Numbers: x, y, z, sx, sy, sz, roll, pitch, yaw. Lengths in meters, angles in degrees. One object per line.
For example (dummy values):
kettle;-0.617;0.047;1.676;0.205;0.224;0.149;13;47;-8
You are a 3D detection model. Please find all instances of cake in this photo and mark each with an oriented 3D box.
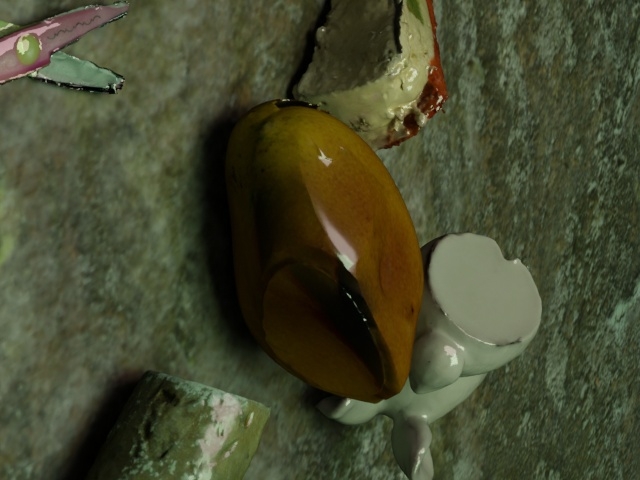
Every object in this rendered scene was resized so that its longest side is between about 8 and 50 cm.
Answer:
cake;0.067;-0.181;1.057;0.086;0.117;0.220;47;60;-44

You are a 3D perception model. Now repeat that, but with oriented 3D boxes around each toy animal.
toy animal;0.097;0.097;1.123;0.193;0.127;0.178;-53;-175;36

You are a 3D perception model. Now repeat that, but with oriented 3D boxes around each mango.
mango;0.000;0.000;0.994;0.166;0.136;0.236;-65;142;-47

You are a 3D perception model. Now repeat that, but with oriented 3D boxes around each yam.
yam;-0.112;0.176;0.890;0.194;0.107;0.107;-64;144;-24

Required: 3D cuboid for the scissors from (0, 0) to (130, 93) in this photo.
scissors;-0.183;-0.113;0.779;0.187;0.020;0.133;-15;114;-53
